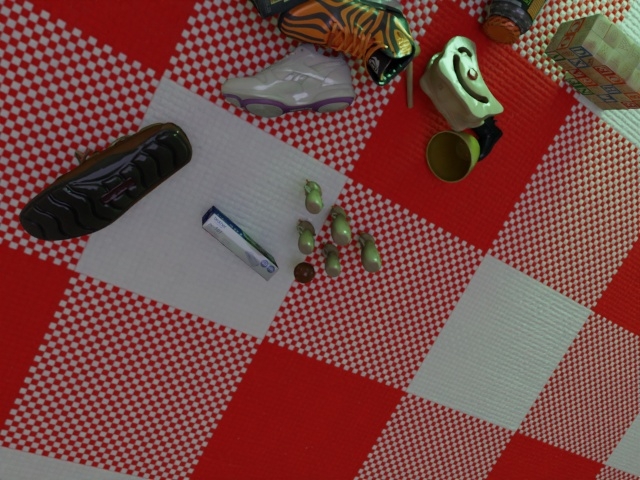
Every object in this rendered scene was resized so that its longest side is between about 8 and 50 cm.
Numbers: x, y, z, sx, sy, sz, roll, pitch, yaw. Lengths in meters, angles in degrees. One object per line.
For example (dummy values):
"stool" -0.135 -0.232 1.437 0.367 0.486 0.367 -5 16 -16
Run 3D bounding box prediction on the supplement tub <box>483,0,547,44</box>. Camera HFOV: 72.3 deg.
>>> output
"supplement tub" 0.488 -0.590 1.069 0.117 0.117 0.190 29 97 -20

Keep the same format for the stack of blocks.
"stack of blocks" 0.736 -0.454 1.146 0.297 0.171 0.087 25 98 -19

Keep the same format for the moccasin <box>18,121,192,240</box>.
"moccasin" -0.460 -0.136 0.943 0.380 0.147 0.139 -40 126 -5

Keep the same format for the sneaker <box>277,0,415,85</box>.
"sneaker" 0.076 -0.433 0.940 0.320 0.124 0.180 -12 72 -23

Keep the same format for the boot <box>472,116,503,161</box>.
"boot" 0.430 -0.287 1.179 0.099 0.045 0.121 41 85 -24

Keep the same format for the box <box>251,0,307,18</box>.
"box" -0.083 -0.565 0.878 0.183 0.059 0.233 -27 66 -6

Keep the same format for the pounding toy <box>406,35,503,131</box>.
"pounding toy" 0.315 -0.389 1.094 0.154 0.155 0.270 -41 95 -27

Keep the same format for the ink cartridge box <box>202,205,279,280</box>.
"ink cartridge box" -0.195 0.006 1.066 0.046 0.097 0.207 -47 112 1

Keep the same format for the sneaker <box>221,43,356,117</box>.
"sneaker" -0.075 -0.367 1.004 0.304 0.114 0.152 -6 88 -13

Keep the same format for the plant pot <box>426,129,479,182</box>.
"plant pot" 0.360 -0.229 1.142 0.095 0.134 0.134 -27 113 -34

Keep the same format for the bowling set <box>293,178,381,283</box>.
"bowling set" 0.000 0.000 1.113 0.199 0.154 0.287 -36 114 17
